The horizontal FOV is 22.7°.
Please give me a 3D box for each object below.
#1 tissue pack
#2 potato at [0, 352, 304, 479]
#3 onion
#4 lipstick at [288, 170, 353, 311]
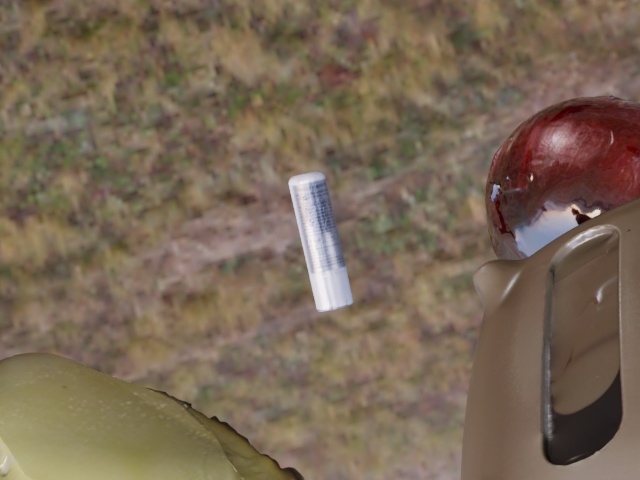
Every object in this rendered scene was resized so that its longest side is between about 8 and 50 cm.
[{"bbox_3d":[0.237,0.143,1.034,0.267,0.387,0.277,-33,116,29],"label":"tissue pack"},{"bbox_3d":[-0.150,0.237,1.168,0.285,0.242,0.242,19,165,6],"label":"potato"},{"bbox_3d":[0.280,0.007,1.474,0.232,0.314,0.314,-49,172,-15],"label":"onion"},{"bbox_3d":[0.000,0.000,1.623,0.040,0.141,0.040,-12,-177,1],"label":"lipstick"}]
